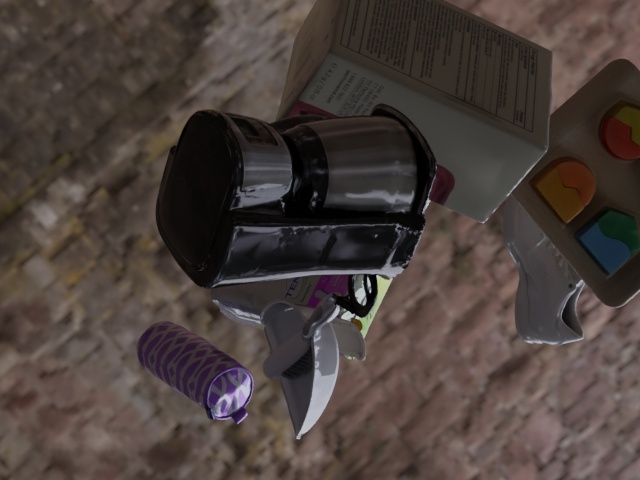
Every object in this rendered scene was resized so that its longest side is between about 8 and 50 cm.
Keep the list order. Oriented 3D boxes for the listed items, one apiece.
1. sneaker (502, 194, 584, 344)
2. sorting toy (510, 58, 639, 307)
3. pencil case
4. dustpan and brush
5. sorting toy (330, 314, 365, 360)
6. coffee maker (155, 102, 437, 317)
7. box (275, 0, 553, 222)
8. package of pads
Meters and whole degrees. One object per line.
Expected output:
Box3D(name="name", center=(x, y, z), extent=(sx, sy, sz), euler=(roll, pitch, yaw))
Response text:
Box3D(name="sneaker", center=(0.285, 0.025, 1.937), extent=(0.094, 0.212, 0.080), euler=(3, -160, 40))
Box3D(name="sorting toy", center=(0.322, -0.061, 1.700), extent=(0.193, 0.208, 0.038), euler=(-42, -173, -1))
Box3D(name="pencil case", center=(-0.173, 0.181, 2.189), extent=(0.086, 0.088, 0.206), euler=(-39, -142, -18))
Box3D(name="dustpan and brush", center=(-0.015, 0.107, 1.660), extent=(0.060, 0.147, 0.211), euler=(0, 150, -35))
Box3D(name="sorting toy", center=(0.008, 0.105, 1.814), extent=(0.075, 0.083, 0.044), euler=(178, -72, -74))
Box3D(name="coffee maker", center=(-0.021, -0.014, 1.165), extent=(0.178, 0.171, 0.120), euler=(-4, -167, -32))
Box3D(name="box", center=(0.092, -0.143, 1.510), extent=(0.127, 0.232, 0.148), euler=(-53, -161, 44))
Box3D(name="package of pads", center=(0.000, 0.000, 2.238), extent=(0.229, 0.101, 0.296), euler=(14, -113, 32))
